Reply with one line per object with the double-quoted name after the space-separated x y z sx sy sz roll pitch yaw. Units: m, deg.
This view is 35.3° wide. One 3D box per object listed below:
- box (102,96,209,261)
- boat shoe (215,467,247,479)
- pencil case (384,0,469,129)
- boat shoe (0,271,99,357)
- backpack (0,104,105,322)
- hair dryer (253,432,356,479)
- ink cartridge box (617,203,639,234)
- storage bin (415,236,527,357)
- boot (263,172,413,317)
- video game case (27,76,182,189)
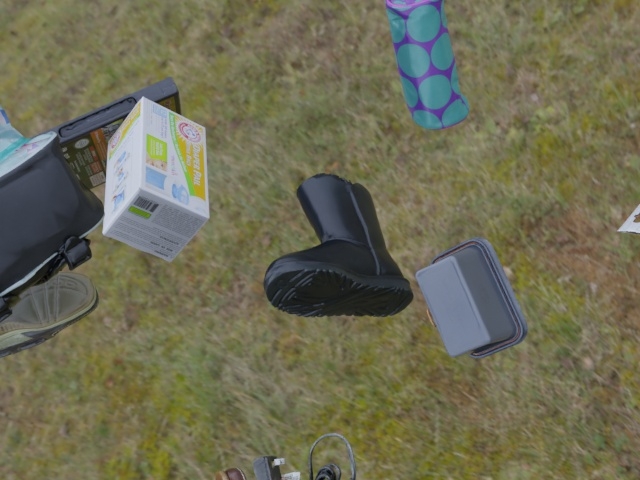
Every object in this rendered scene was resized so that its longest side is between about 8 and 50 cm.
-0.233 -0.089 1.433 0.103 0.114 0.203 -45 36 31 "box"
-0.088 0.394 1.340 0.073 0.207 0.073 -15 14 -18 "boat shoe"
0.116 -0.199 1.083 0.064 0.152 0.070 15 43 42 "pencil case"
-0.400 0.108 1.383 0.223 0.073 0.080 -20 59 9 "boat shoe"
-0.360 -0.011 0.994 0.225 0.191 0.253 -42 12 -27 "backpack"
-0.041 0.431 1.429 0.223 0.080 0.294 -27 60 50 "hair dryer"
0.281 0.002 0.732 0.115 0.063 0.029 10 117 32 "ink cartridge box"
0.161 0.073 1.157 0.098 0.091 0.135 -27 80 28 "storage bin"
0.000 0.000 1.385 0.094 0.246 0.207 -51 48 34 "boot"
-0.338 -0.152 1.602 0.248 0.275 0.035 -26 81 -10 "video game case"
